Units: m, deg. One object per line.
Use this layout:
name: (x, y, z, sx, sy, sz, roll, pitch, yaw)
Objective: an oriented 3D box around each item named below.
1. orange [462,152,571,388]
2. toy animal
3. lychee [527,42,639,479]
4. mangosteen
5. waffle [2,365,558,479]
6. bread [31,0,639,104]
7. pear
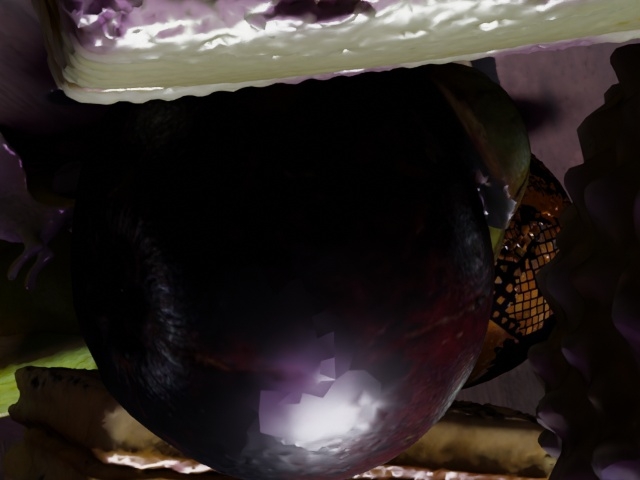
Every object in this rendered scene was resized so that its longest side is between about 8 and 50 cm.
orange: (0.094, 0.020, 1.551, 0.234, 0.182, 0.234, -15, -150, 9)
toy animal: (-0.229, -0.014, 1.394, 0.155, 0.095, 0.219, -37, 161, 1)
lychee: (0.274, -0.007, 0.651, 0.432, 0.380, 0.380, -19, 166, 17)
mangosteen: (-0.010, 0.009, 1.242, 0.300, 0.300, 0.300, -8, 169, -2)
waffle: (-0.034, 0.166, 1.478, 0.376, 0.114, 0.261, 6, 177, -25)
bread: (0.039, -0.153, 0.822, 0.338, 0.155, 0.187, -9, 177, -10)
pear: (-0.267, 0.048, 1.588, 0.255, 0.164, 0.238, -6, 159, -42)
